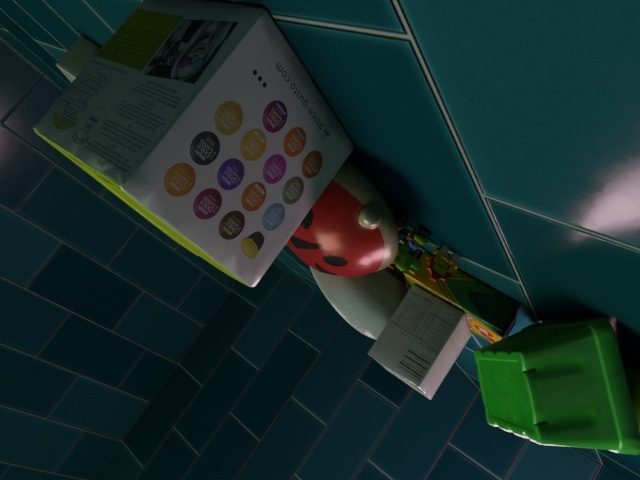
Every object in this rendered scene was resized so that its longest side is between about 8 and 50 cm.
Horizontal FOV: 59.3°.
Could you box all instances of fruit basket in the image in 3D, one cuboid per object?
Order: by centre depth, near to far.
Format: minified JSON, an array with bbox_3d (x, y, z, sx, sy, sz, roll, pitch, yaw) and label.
[{"bbox_3d":[0.548,0.300,1.150,0.392,0.283,0.392,-8,170,-2],"label":"fruit basket"}]

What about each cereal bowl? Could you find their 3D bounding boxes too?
[{"bbox_3d":[0.128,0.090,1.503,0.339,0.141,0.339,40,-156,-22],"label":"cereal bowl"}]

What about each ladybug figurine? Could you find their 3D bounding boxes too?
[{"bbox_3d":[0.012,-0.043,1.213,0.305,0.162,0.449,56,168,-8],"label":"ladybug figurine"}]

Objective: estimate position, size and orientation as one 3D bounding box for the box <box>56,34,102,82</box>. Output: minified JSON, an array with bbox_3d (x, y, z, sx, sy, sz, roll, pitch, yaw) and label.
[{"bbox_3d":[-0.590,-0.444,1.641,0.311,0.121,0.148,34,170,7],"label":"box"}]

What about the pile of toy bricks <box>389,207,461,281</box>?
[{"bbox_3d":[0.193,0.024,1.258,0.212,0.105,0.118,36,170,0],"label":"pile of toy bricks"}]

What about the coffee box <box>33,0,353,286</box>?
[{"bbox_3d":[-0.213,-0.178,0.996,0.338,0.334,0.337,27,167,39],"label":"coffee box"}]

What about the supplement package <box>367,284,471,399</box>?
[{"bbox_3d":[0.251,0.254,1.391,0.149,0.203,0.194,30,169,29],"label":"supplement package"}]

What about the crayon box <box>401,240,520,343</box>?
[{"bbox_3d":[0.327,0.134,1.404,0.318,0.081,0.202,32,170,25],"label":"crayon box"}]
